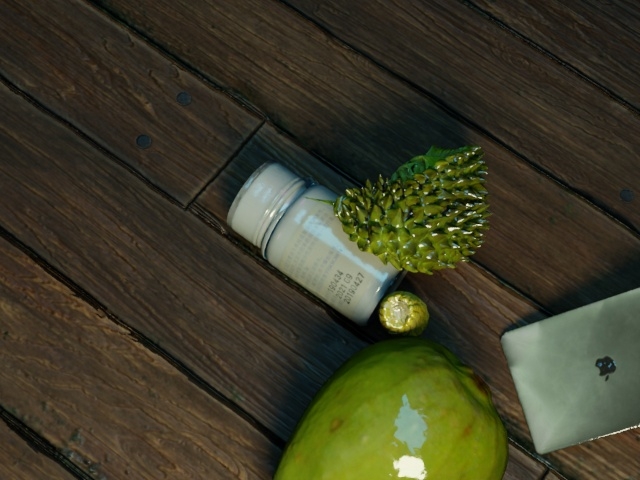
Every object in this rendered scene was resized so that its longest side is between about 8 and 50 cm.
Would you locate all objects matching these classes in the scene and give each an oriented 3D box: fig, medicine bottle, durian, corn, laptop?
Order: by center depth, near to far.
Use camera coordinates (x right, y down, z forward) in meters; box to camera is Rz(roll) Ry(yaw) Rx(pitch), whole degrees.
[{"bbox_3d":[0.083,0.282,1.272,0.326,0.258,0.258,-40,75,-2],"label":"fig"},{"bbox_3d":[0.116,0.105,1.367,0.067,0.206,0.067,-1,83,9],"label":"corn"},{"bbox_3d":[0.408,0.180,1.395,0.269,0.015,0.187,-21,68,17],"label":"laptop"},{"bbox_3d":[0.148,-0.050,1.416,0.170,0.157,0.355,5,18,34],"label":"durian"},{"bbox_3d":[0.000,0.000,1.431,0.258,0.143,0.143,36,69,9],"label":"medicine bottle"}]
